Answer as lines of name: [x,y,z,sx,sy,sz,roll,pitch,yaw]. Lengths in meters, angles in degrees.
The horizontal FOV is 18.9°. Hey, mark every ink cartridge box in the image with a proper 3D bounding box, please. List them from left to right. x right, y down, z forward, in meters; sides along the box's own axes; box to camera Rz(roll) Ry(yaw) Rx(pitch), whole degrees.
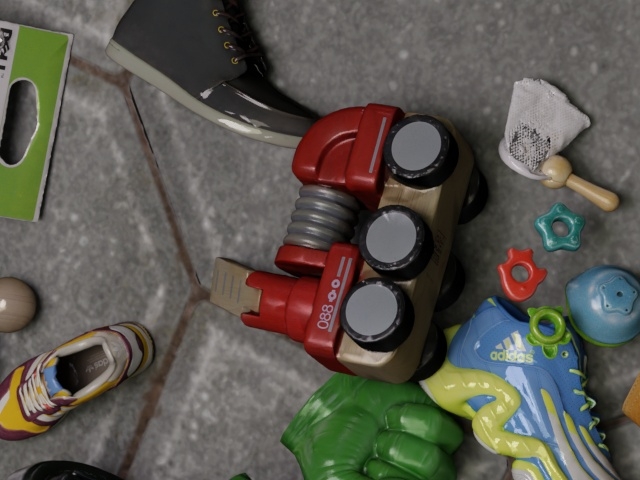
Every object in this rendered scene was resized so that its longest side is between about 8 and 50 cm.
ink cartridge box: [-0.377,-0.127,1.765,0.255,0.097,0.188,10,94,-24]

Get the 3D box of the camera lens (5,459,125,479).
camera lens: [-0.242,0.349,1.694,0.219,0.219,0.274,41,106,14]

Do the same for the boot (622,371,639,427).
boot: [0.332,0.191,1.535,0.211,0.104,0.295,27,98,23]

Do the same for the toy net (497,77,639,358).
toy net: [0.188,-0.019,1.580,0.122,0.045,0.232,-15,76,-11]

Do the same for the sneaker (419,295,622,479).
sneaker: [0.195,0.139,1.580,0.240,0.091,0.126,40,105,15]

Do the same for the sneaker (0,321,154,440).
sneaker: [-0.244,0.129,1.754,0.185,0.084,0.069,-33,82,20]

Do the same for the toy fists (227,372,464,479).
toy fists: [0.000,0.226,1.607,0.142,0.096,0.279,42,74,17]

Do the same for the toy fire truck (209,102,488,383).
toy fire truck: [0.000,0.000,1.626,0.246,0.158,0.217,9,75,24]

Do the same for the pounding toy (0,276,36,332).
pounding toy: [-0.397,0.096,1.786,0.237,0.183,0.110,-50,50,16]

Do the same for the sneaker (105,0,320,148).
sneaker: [-0.078,-0.168,1.671,0.222,0.083,0.118,29,103,18]
